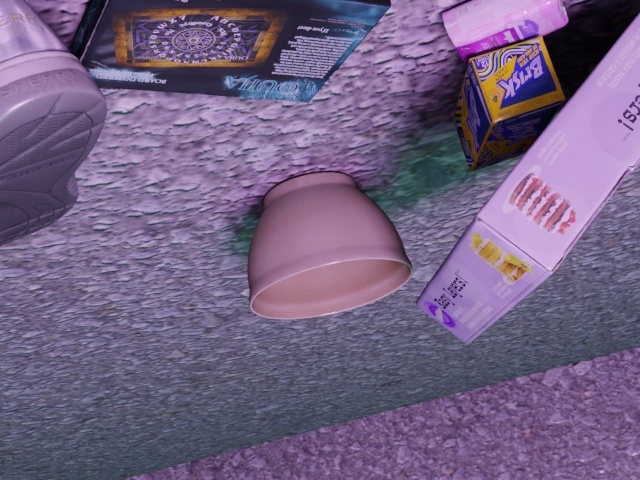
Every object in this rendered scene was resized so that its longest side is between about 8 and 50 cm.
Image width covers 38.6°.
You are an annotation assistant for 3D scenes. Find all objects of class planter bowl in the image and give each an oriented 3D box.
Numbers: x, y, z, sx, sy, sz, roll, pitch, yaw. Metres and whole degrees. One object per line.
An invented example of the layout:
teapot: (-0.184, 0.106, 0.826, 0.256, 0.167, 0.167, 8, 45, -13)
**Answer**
planter bowl: (0.000, 0.000, 0.900, 0.162, 0.109, 0.162, -12, 160, -4)

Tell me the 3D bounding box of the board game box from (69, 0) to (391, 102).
board game box: (-0.063, -0.140, 0.612, 0.186, 0.026, 0.126, -1, 157, -31)

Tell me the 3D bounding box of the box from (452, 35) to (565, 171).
box: (0.148, -0.105, 0.741, 0.059, 0.054, 0.169, -18, 171, 1)

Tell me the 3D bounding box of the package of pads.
package of pads: (0.135, -0.161, 0.666, 0.083, 0.032, 0.050, -20, 160, 19)

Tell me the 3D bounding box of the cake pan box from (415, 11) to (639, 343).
cake pan box: (0.195, -0.056, 0.718, 0.267, 0.070, 0.246, -49, 174, -14)

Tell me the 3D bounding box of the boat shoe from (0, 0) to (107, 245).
boat shoe: (-0.236, -0.063, 0.633, 0.118, 0.103, 0.320, -24, 173, -31)
